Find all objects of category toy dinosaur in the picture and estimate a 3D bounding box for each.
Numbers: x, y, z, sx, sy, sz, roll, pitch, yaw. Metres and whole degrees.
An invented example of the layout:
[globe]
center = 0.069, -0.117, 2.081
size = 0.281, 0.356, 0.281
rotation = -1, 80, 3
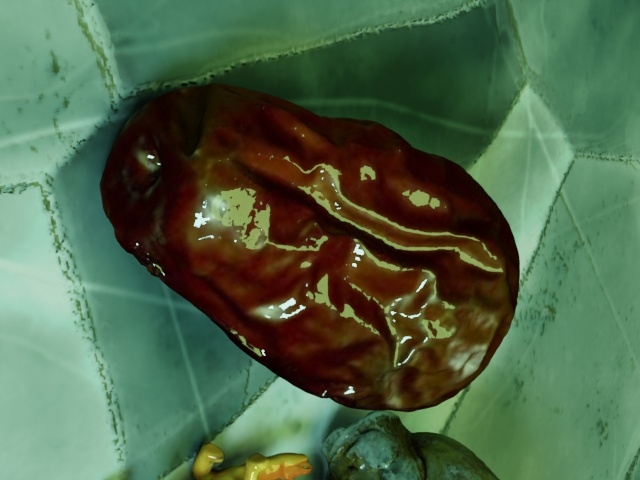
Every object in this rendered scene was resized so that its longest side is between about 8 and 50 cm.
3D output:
[toy dinosaur]
center = -0.119, 0.234, 0.975
size = 0.288, 0.070, 0.117
rotation = -19, 112, -36

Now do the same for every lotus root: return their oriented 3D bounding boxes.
[lotus root]
center = 0.112, 0.312, 1.085
size = 0.175, 0.175, 0.349
rotation = -5, 67, -44

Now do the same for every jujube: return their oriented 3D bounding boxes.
[jujube]
center = 0.000, 0.000, 0.964
size = 0.342, 0.216, 0.216
rotation = 24, 81, -32
